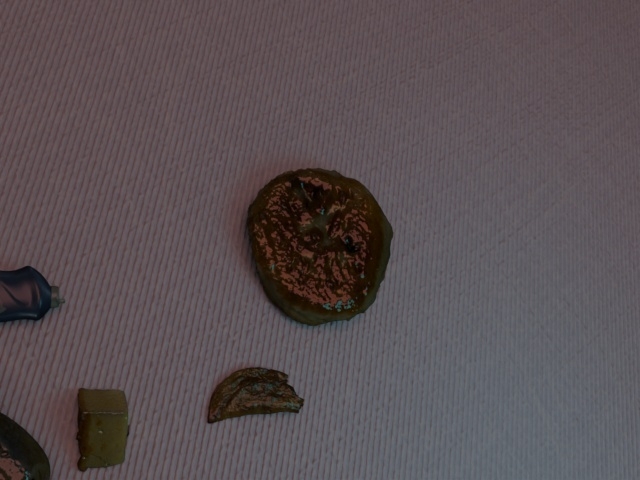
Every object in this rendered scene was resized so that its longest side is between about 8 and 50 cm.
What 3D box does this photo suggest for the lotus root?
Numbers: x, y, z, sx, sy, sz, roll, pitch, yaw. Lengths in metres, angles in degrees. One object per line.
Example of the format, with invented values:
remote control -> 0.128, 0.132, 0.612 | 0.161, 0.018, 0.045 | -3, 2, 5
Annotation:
lotus root -> -0.487, 0.309, 1.124 | 0.192, 0.088, 0.113 | 42, 43, 3

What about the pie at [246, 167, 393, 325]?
pie -> 0.000, 0.000, 1.444 | 0.314, 0.092, 0.316 | 7, 69, -17

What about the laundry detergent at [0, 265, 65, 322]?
laundry detergent -> -0.513, 0.088, 1.222 | 0.206, 0.061, 0.097 | 1, 67, -21

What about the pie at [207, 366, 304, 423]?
pie -> -0.112, 0.265, 1.327 | 0.169, 0.034, 0.092 | 0, 71, -15

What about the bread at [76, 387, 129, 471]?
bread -> -0.347, 0.302, 1.229 | 0.084, 0.080, 0.109 | 2, 104, -21
